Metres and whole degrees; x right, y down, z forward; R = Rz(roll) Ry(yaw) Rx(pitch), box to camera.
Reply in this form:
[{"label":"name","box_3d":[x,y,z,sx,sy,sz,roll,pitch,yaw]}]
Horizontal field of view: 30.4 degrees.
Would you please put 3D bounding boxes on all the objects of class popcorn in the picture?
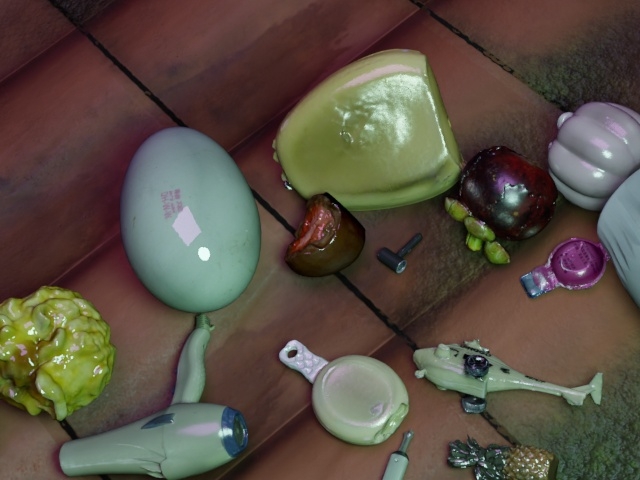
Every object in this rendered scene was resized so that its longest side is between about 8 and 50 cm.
[{"label":"popcorn","box_3d":[-0.444,0.179,1.874,0.235,0.181,0.217,28,40,-7]}]

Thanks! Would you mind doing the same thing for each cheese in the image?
[{"label":"cheese","box_3d":[0.028,0.224,1.829,0.227,0.064,0.137,31,67,29]},{"label":"cheese","box_3d":[0.070,-0.172,1.994,0.316,0.128,0.259,-16,91,15]},{"label":"cheese","box_3d":[0.391,0.046,1.878,0.145,0.038,0.095,-25,54,3]}]

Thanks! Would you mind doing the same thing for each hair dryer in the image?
[{"label":"hair dryer","box_3d":[-0.275,0.275,1.861,0.296,0.119,0.298,-25,40,1]},{"label":"hair dryer","box_3d":[0.096,0.360,1.739,0.100,0.057,0.197,13,53,20]},{"label":"hair dryer","box_3d":[0.138,0.014,1.964,0.083,0.026,0.047,-42,59,-19]}]

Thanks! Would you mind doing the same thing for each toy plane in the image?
[{"label":"toy plane","box_3d":[0.277,0.205,1.779,0.286,0.092,0.108,13,36,22]}]

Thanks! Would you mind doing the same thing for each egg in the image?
[{"label":"egg","box_3d":[-0.221,-0.042,1.959,0.230,0.230,0.371,-20,50,0]}]

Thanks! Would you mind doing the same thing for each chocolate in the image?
[{"label":"chocolate","box_3d":[0.000,0.000,1.948,0.133,0.124,0.127,-43,88,10]}]

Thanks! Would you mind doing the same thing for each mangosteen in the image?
[{"label":"mangosteen","box_3d":[0.289,-0.061,1.909,0.166,0.166,0.180,40,97,31]}]

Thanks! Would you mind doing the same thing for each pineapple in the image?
[{"label":"pineapple","box_3d":[0.262,0.323,1.712,0.159,0.074,0.074,8,59,27]}]

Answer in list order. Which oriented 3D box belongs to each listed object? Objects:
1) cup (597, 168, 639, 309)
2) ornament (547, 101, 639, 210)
[{"label":"cup","box_3d":[0.587,0.060,1.696,0.253,0.253,0.371,-27,54,-6]},{"label":"ornament","box_3d":[0.448,-0.140,1.906,0.177,0.177,0.177,-6,56,9]}]
